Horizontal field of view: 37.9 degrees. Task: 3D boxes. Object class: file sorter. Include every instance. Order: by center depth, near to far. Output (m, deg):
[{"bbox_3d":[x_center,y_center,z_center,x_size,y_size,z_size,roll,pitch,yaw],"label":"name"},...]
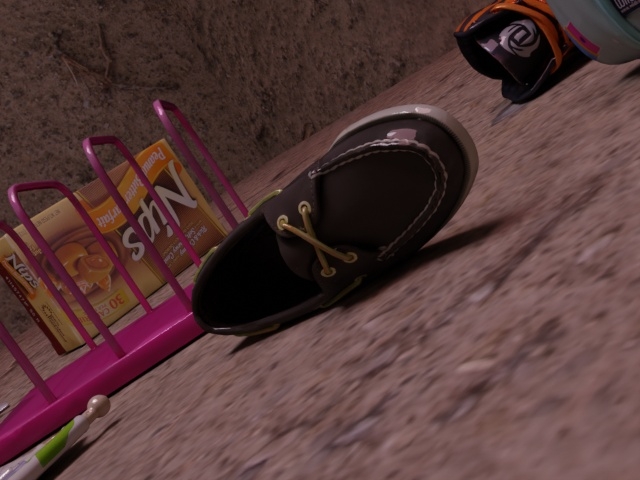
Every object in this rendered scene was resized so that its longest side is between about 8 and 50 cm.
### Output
[{"bbox_3d":[-0.202,0.023,0.822,0.290,0.182,0.202,-33,7,1],"label":"file sorter"}]

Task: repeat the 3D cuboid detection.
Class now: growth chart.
[{"bbox_3d":[-0.259,0.191,0.626,0.237,0.021,0.172,-29,10,35],"label":"growth chart"}]

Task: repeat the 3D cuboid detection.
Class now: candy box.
[{"bbox_3d":[-0.303,0.003,1.368,0.087,0.183,0.316,-24,12,46],"label":"candy box"}]

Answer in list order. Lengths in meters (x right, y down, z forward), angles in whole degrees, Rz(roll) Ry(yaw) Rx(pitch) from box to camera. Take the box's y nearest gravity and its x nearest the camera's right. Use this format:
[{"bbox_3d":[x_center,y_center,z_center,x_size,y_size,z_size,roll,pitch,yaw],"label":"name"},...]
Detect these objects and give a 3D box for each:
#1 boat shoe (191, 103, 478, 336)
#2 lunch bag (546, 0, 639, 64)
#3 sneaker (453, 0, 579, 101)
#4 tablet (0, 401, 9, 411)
[{"bbox_3d":[0.000,0.000,0.545,0.228,0.081,0.068,-36,6,48],"label":"boat shoe"},{"bbox_3d":[0.247,-0.263,0.607,0.279,0.224,0.108,-32,7,1],"label":"lunch bag"},{"bbox_3d":[0.235,-0.211,0.814,0.180,0.124,0.321,-41,-1,-20],"label":"sneaker"},{"bbox_3d":[-0.416,0.222,1.127,0.083,0.006,0.054,-37,9,-23],"label":"tablet"}]
